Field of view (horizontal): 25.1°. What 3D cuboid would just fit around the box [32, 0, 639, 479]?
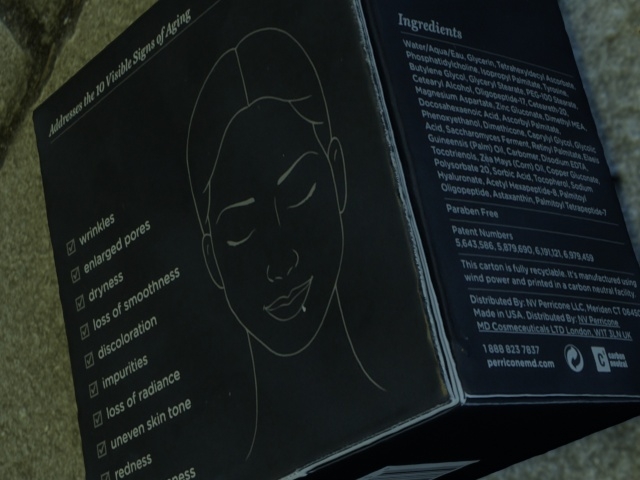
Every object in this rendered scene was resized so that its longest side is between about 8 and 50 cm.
[{"bbox_3d":[0.000,0.000,1.323,0.480,0.297,0.471,-31,65,42],"label":"box"}]
